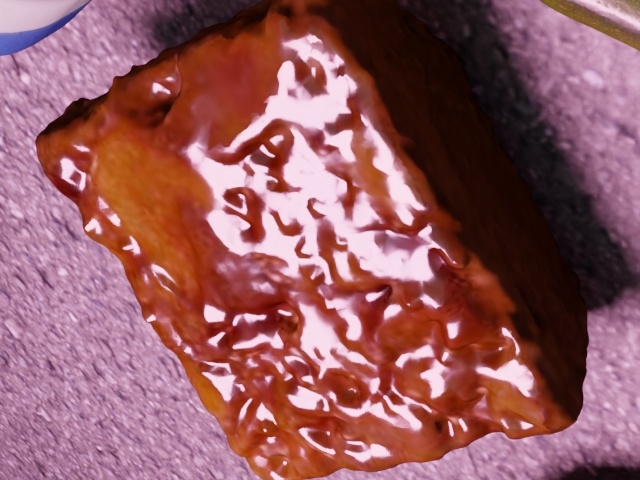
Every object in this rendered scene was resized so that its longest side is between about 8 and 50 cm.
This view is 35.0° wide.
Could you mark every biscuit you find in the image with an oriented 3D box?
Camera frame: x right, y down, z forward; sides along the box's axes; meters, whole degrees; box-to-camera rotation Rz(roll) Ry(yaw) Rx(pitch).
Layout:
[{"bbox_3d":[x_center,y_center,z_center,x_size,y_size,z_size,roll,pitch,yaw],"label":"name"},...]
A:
[{"bbox_3d":[0.000,0.000,0.837,0.343,0.166,0.395,-19,108,39],"label":"biscuit"}]

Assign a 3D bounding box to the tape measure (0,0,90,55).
[{"bbox_3d":[-0.273,-0.274,0.765,0.262,0.259,0.138,48,139,-6],"label":"tape measure"}]

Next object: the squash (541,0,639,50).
[{"bbox_3d":[0.232,-0.140,0.649,0.229,0.066,0.066,32,136,10],"label":"squash"}]
